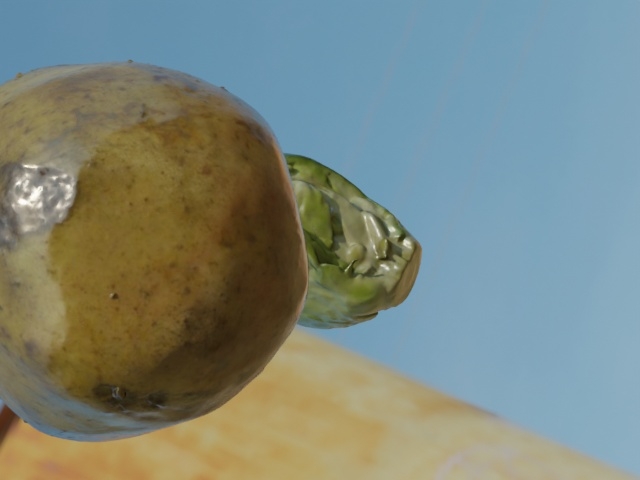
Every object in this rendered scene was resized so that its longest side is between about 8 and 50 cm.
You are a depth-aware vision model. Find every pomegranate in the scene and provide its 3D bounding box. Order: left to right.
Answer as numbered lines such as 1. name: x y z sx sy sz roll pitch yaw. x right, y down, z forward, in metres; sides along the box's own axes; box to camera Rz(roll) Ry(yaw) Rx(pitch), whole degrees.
1. pomegranate: -0.143 0.002 1.343 0.281 0.281 0.281 -43 -37 -44

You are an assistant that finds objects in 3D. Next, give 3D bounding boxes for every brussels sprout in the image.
1. brussels sprout: -0.003 0.004 1.691 0.131 0.183 0.145 -49 -4 -34
